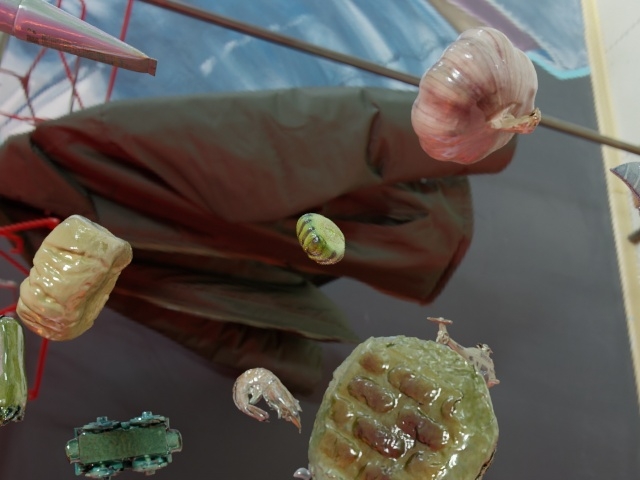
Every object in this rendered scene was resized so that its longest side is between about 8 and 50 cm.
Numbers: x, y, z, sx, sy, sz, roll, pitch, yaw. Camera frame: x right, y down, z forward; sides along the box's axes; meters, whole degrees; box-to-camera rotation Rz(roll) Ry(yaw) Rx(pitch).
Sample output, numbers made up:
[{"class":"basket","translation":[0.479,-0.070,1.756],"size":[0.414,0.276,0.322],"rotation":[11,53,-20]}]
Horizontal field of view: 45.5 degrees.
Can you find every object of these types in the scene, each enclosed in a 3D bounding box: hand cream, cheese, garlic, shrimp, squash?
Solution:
[{"class":"hand cream","translation":[-0.257,-0.213,0.803],"size":[0.076,0.174,0.047],"rotation":[-179,109,-76]},{"class":"cheese","translation":[-0.418,0.071,1.311],"size":[0.213,0.117,0.226],"rotation":[-62,-6,-12]},{"class":"garlic","translation":[0.293,-0.231,1.314],"size":[0.253,0.245,0.245],"rotation":[41,117,51]},{"class":"shrimp","translation":[-0.129,0.400,1.871],"size":[0.223,0.126,0.047],"rotation":[40,151,35]},{"class":"squash","translation":[-0.425,0.176,1.041],"size":[0.052,0.052,0.183],"rotation":[-64,36,35]}]

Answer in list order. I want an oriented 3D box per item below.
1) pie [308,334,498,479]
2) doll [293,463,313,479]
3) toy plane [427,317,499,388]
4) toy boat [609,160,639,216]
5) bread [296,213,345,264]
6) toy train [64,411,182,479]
[{"class":"pie","translation":[0.106,0.264,1.058],"size":[0.307,0.071,0.306],"rotation":[-20,49,24]},{"class":"doll","translation":[0.021,0.454,1.399],"size":[0.070,0.195,0.095],"rotation":[115,153,-73]},{"class":"toy plane","translation":[0.323,0.257,1.696],"size":[0.092,0.286,0.108],"rotation":[8,68,45]},{"class":"toy boat","translation":[0.513,-0.098,1.231],"size":[0.034,0.122,0.096],"rotation":[-3,55,50]},{"class":"bread","translation":[0.000,0.000,1.722],"size":[0.071,0.130,0.139],"rotation":[-40,38,19]},{"class":"toy train","translation":[-0.351,0.364,1.355],"size":[0.154,0.198,0.107],"rotation":[147,119,-66]}]
